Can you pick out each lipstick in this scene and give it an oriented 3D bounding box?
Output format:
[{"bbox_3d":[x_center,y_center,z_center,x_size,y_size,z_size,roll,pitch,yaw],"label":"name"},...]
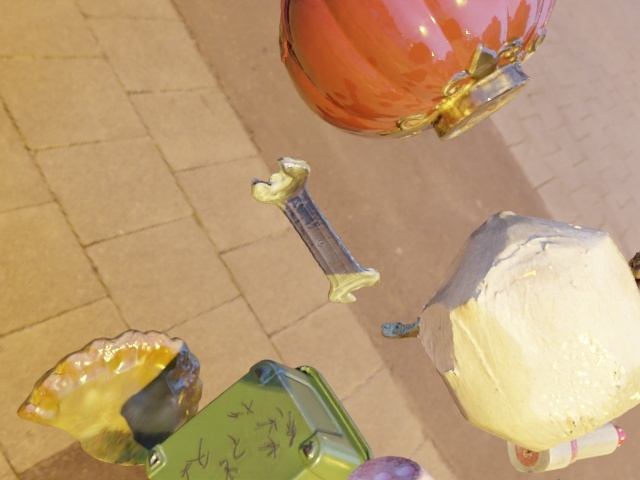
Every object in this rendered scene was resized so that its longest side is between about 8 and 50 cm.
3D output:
[{"bbox_3d":[0.311,0.241,1.045,0.186,0.063,0.057,2,76,-38],"label":"lipstick"}]

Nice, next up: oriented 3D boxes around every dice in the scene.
[{"bbox_3d":[0.081,0.311,0.994,0.091,0.093,0.094,-31,115,-47],"label":"dice"}]

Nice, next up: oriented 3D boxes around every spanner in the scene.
[{"bbox_3d":[0.000,0.000,0.928,0.302,0.071,0.017,53,14,-57],"label":"spanner"}]

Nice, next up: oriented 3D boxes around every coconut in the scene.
[{"bbox_3d":[0.153,0.059,0.628,0.162,0.161,0.161,60,30,5],"label":"coconut"}]

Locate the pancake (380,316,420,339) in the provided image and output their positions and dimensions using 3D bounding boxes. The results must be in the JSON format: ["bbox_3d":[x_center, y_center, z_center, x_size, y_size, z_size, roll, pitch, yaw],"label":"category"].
[{"bbox_3d":[0.124,0.079,0.796,0.116,0.130,0.022,9,77,-53],"label":"pancake"}]

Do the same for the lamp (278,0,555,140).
[{"bbox_3d":[0.102,-0.237,0.904,0.257,0.303,0.303,55,30,7],"label":"lamp"}]

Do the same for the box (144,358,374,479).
[{"bbox_3d":[-0.109,0.360,1.401,0.252,0.329,0.178,52,3,36],"label":"box"}]

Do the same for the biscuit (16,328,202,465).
[{"bbox_3d":[-0.380,0.308,1.590,0.335,0.329,0.078,-8,33,-17],"label":"biscuit"}]

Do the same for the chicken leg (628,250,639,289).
[{"bbox_3d":[0.414,-0.019,0.907,0.080,0.196,0.125,32,56,-31],"label":"chicken leg"}]

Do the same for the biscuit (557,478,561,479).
[{"bbox_3d":[0.364,0.425,1.315,0.120,0.015,0.120,-1,90,-71],"label":"biscuit"}]
